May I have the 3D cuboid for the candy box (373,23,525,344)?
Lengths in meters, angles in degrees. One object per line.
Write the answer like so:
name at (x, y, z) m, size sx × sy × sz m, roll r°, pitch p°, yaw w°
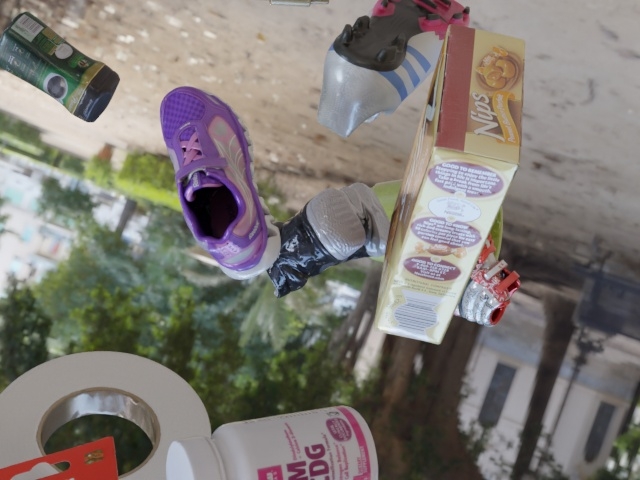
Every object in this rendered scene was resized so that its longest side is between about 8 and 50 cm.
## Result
candy box at (0.135, -0.050, 1.036) m, size 0.087 × 0.183 × 0.316 m, roll 12°, pitch 142°, yaw -1°

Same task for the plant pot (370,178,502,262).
plant pot at (0.232, -0.038, 2.113) m, size 0.253 × 0.276 × 0.276 m, roll 2°, pitch 168°, yaw 34°

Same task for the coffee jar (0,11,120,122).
coffee jar at (-0.409, -0.268, 1.492) m, size 0.184 × 0.079 × 0.096 m, roll 34°, pitch 133°, yaw -9°

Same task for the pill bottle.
pill bottle at (-0.072, 0.340, 1.403) m, size 0.283 × 0.160 × 0.160 m, roll -4°, pitch -171°, yaw -27°

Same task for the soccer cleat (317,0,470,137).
soccer cleat at (0.089, -0.239, 1.252) m, size 0.116 × 0.143 × 0.331 m, roll 32°, pitch -143°, yaw 14°

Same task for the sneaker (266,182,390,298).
sneaker at (0.000, 0.000, 1.243) m, size 0.101 × 0.153 × 0.268 m, roll 64°, pitch -161°, yaw 8°

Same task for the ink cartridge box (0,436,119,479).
ink cartridge box at (-0.313, 0.305, 1.049) m, size 0.189 × 0.066 × 0.232 m, roll -15°, pitch -141°, yaw -9°

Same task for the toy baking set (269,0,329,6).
toy baking set at (-0.026, -0.490, 1.869) m, size 0.256 × 0.030 × 0.197 m, roll 1°, pitch -178°, yaw -16°

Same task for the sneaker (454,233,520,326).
sneaker at (0.251, 0.011, 1.497) m, size 0.145 × 0.270 × 0.090 m, roll 26°, pitch -142°, yaw 29°

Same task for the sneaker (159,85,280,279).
sneaker at (-0.123, -0.074, 1.048) m, size 0.095 × 0.236 × 0.104 m, roll -28°, pitch 162°, yaw 15°

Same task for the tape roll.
tape roll at (-0.383, 0.354, 1.649) m, size 0.391 × 0.072 × 0.392 m, roll 8°, pitch -141°, yaw -6°
